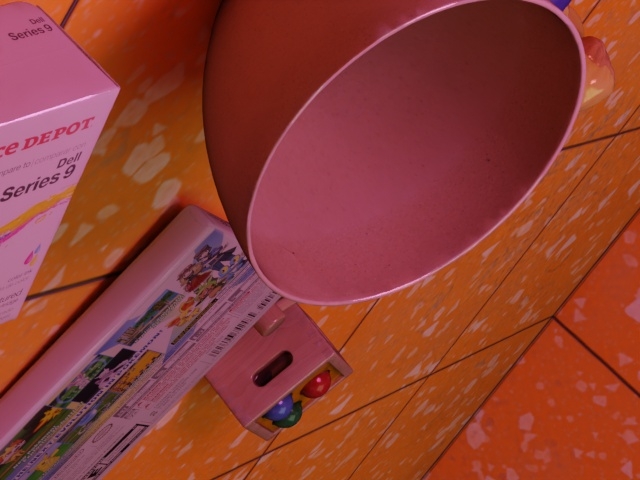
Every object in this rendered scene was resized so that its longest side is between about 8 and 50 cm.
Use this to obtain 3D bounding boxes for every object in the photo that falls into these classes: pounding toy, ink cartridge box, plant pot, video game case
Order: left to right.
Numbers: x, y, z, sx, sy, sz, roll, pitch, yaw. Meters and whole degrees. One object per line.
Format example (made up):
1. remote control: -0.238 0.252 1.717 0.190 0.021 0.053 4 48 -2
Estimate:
1. ink cartridge box: -0.232 -0.026 1.052 0.154 0.093 0.212 -25 152 -49
2. video game case: -0.177 0.115 1.649 0.329 0.036 0.300 -45 163 4
3. pounding toy: -0.029 0.122 1.894 0.181 0.094 0.206 -39 163 0
4. plant pot: 0.025 -0.118 1.290 0.284 0.191 0.284 -24 144 -19

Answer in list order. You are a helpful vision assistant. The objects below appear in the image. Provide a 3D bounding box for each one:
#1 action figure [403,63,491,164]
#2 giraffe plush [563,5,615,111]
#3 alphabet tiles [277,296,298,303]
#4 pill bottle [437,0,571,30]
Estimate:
1. action figure: 0.080 -0.108 1.426 0.137 0.232 0.063 -52 163 22
2. giraffe plush: 0.167 -0.182 1.599 0.210 0.181 0.170 -57 157 -28
3. alphabet tiles: 0.000 0.000 1.866 0.198 0.009 0.237 -36 160 -32
4. pill bottle: 0.181 -0.287 1.397 0.265 0.153 0.153 -51 163 14
